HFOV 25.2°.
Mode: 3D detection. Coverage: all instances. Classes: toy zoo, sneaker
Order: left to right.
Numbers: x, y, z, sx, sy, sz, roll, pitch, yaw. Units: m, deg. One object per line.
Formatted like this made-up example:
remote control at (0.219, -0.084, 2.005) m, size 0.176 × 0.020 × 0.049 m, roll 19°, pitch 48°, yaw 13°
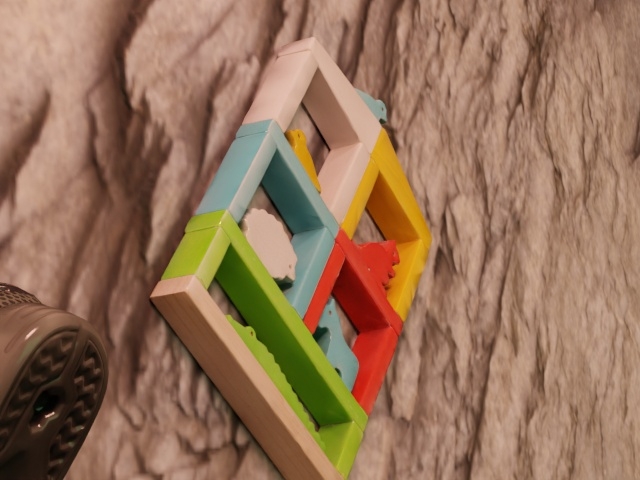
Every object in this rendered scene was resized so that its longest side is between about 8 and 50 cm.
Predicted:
sneaker at (-0.188, 0.113, 0.572) m, size 0.087 × 0.130 × 0.227 m, roll 36°, pitch 79°, yaw -54°
toy zoo at (0.000, 0.000, 0.951) m, size 0.192 × 0.030 × 0.293 m, roll 58°, pitch 37°, yaw -30°
